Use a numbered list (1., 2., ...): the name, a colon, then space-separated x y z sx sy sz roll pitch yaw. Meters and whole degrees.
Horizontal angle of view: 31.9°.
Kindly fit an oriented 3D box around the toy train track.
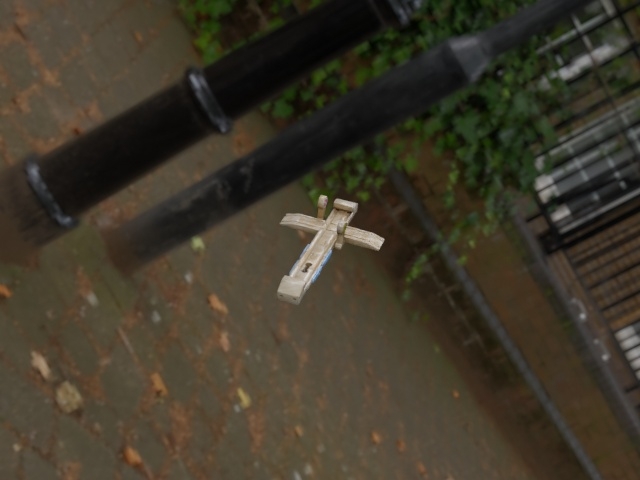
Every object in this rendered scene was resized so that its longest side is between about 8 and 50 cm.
1. toy train track: 0.000 0.000 0.494 0.083 0.048 0.014 -57 158 -54
